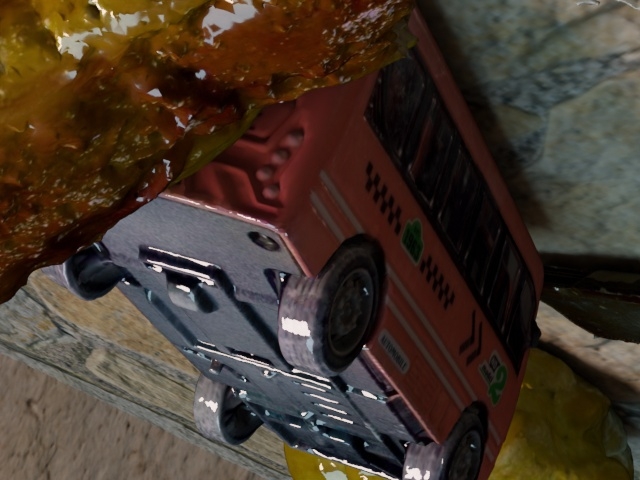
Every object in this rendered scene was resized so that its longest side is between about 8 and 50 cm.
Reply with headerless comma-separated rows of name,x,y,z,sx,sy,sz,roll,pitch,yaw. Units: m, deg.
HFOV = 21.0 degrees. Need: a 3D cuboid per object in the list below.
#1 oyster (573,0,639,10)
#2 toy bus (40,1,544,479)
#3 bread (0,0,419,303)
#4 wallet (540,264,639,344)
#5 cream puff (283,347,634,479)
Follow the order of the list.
oyster,0.162,-0.134,0.740,0.177,0.056,0.105,7,146,42
toy bus,0.000,0.000,1.090,0.203,0.233,0.427,15,160,27
bread,-0.074,-0.083,0.790,0.380,0.109,0.185,-29,152,12
wallet,0.256,0.052,1.247,0.122,0.031,0.232,31,165,-39
cream puff,0.120,0.237,1.592,0.378,0.275,0.378,24,164,7
